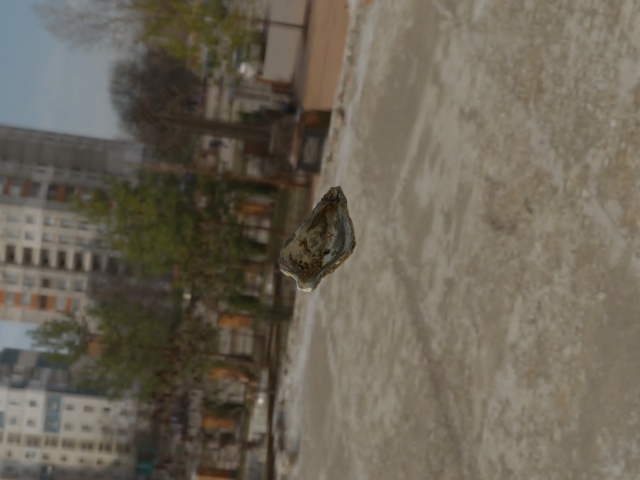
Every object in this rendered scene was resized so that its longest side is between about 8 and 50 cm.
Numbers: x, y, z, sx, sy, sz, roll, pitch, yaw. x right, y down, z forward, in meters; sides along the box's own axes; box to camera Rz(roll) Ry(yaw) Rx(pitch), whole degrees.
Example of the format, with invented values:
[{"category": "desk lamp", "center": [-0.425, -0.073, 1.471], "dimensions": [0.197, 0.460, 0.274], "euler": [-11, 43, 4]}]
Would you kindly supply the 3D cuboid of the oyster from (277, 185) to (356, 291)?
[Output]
[{"category": "oyster", "center": [0.003, 0.001, 0.832], "dimensions": [0.093, 0.051, 0.034], "euler": [-50, -18, -19]}]
